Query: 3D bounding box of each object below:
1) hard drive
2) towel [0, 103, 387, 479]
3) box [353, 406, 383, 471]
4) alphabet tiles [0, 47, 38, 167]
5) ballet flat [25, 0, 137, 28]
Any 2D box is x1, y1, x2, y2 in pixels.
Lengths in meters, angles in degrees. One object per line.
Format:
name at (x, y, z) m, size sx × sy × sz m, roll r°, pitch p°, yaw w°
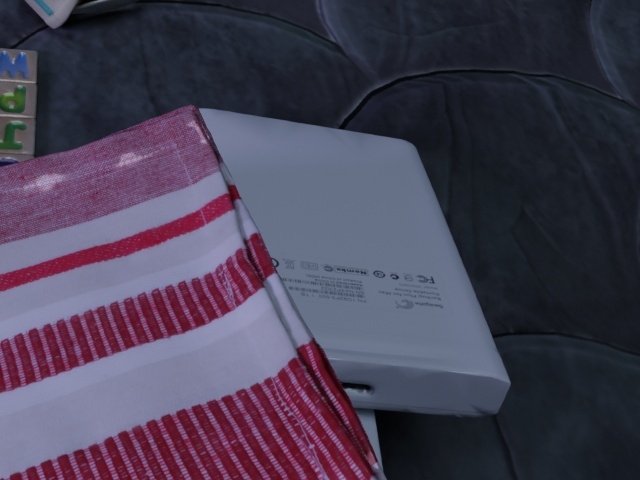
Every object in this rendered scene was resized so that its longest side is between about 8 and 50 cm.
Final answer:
hard drive at (0.000, 0.000, 0.664) m, size 0.203 × 0.040 × 0.307 m, roll 8°, pitch 32°, yaw -12°
towel at (-0.125, 0.065, 0.483) m, size 0.237 × 0.037 × 0.329 m, roll -19°, pitch 52°, yaw -13°
box at (-0.024, 0.145, 0.581) m, size 0.102 × 0.101 × 0.087 m, roll 4°, pitch 53°, yaw -16°
alphabet tiles at (-0.346, -0.086, 0.705) m, size 0.237 × 0.009 × 0.198 m, roll 2°, pitch 55°, yaw -17°
ballet flat at (-0.176, -0.272, 0.859) m, size 0.086 × 0.086 × 0.248 m, roll 40°, pitch 55°, yaw 13°
